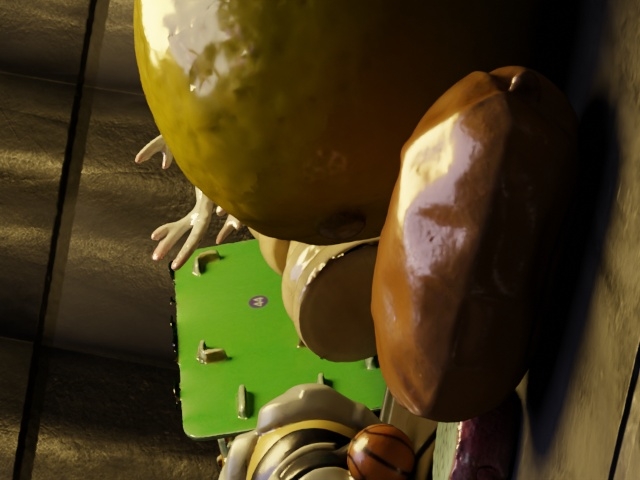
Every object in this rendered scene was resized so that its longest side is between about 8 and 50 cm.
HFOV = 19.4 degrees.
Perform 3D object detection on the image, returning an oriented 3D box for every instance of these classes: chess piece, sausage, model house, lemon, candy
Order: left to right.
[{"bbox_3d":[-0.015,0.205,2.076,0.357,0.242,0.313,-102,-1,-55],"label":"model house"},{"bbox_3d":[0.000,0.000,1.940,0.261,0.143,0.142,-124,40,-53],"label":"chess piece"},{"bbox_3d":[0.015,-0.165,1.438,0.348,0.348,0.348,-170,90,-86],"label":"lemon"},{"bbox_3d":[0.107,0.145,1.310,0.103,0.043,0.103,-171,90,-84],"label":"candy"},{"bbox_3d":[0.100,0.001,1.221,0.136,0.120,0.241,-127,45,-65],"label":"sausage"}]

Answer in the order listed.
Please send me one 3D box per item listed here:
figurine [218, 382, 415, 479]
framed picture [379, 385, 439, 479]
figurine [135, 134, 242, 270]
[{"bbox_3d":[0.002,0.208,1.574,0.176,0.133,0.236,-48,16,4],"label":"figurine"},{"bbox_3d":[0.087,0.173,1.632,0.446,0.028,0.326,-106,26,-81],"label":"framed picture"},{"bbox_3d":[-0.015,-0.123,1.794,0.206,0.316,0.284,97,178,-46],"label":"figurine"}]
